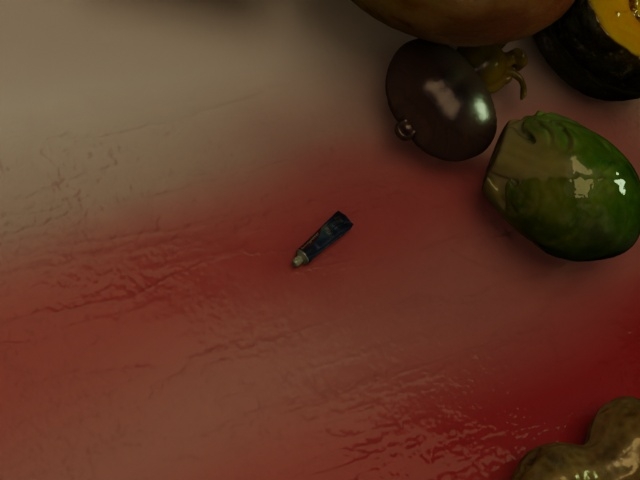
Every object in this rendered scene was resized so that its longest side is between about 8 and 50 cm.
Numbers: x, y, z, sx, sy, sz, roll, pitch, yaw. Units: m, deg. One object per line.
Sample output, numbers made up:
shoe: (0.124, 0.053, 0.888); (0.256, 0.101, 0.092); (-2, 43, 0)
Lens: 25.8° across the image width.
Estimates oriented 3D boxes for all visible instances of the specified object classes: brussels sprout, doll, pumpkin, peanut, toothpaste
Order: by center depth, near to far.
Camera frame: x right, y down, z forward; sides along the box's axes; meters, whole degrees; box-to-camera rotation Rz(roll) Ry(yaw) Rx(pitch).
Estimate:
peanut: (0.273, 0.243, 1.426); (0.229, 0.098, 0.103); (-27, 106, -25)
toothpaste: (0.000, 0.000, 1.479); (0.027, 0.019, 0.083); (36, 62, 26)
brussels sprout: (0.266, -0.056, 1.502); (0.180, 0.144, 0.162); (18, 52, -10)
doll: (0.155, -0.160, 1.543); (0.188, 0.096, 0.145); (-12, 80, -29)
pumpkin: (0.380, -0.308, 1.628); (0.317, 0.139, 0.222); (-39, 87, -23)

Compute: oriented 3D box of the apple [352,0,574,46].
apple: (0.146, -0.377, 1.462); (0.304, 0.338, 0.339); (13, 67, 7)
